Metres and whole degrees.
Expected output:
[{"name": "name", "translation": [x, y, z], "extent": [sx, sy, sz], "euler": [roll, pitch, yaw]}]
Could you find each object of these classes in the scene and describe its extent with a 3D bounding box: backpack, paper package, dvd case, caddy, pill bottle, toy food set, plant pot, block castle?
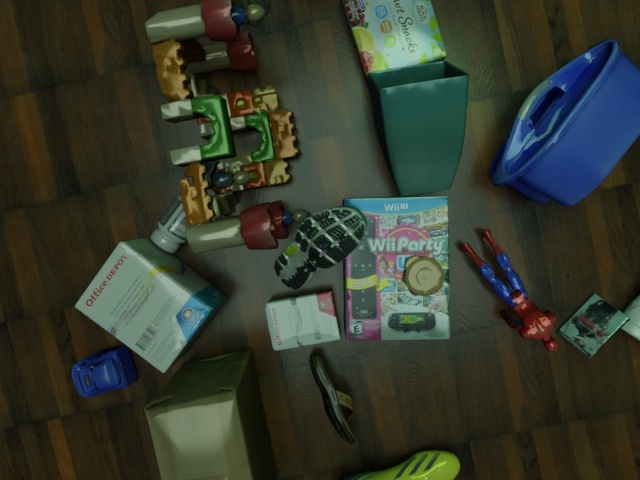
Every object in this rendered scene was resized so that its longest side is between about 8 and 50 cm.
[{"name": "backpack", "translation": [-0.496, 0.297, 1.166], "extent": [0.120, 0.101, 0.098], "euler": [-16, 86, 7]}, {"name": "paper package", "translation": [-0.204, 0.425, 1.054], "extent": [0.168, 0.309, 0.325], "euler": [-12, 94, -1]}, {"name": "dvd case", "translation": [0.592, 0.185, 1.125], "extent": [0.119, 0.013, 0.087], "euler": [-48, 47, 6]}, {"name": "caddy", "translation": [0.477, -0.229, 1.022], "extent": [0.179, 0.241, 0.341], "euler": [36, 94, -6]}, {"name": "pill bottle", "translation": [-0.310, -0.044, 1.146], "extent": [0.078, 0.078, 0.137], "euler": [39, 94, 0]}, {"name": "toy food set", "translation": [0.213, 0.075, 1.065], "extent": [0.083, 0.020, 0.083], "euler": [6, 94, 1]}, {"name": "plant pot", "translation": [0.198, -0.222, 1.056], "extent": [0.165, 0.166, 0.234], "euler": [-8, 119, 1]}, {"name": "block castle", "translation": [-0.159, -0.209, 1.018], "extent": [0.212, 0.303, 0.454], "euler": [-10, 94, 2]}]

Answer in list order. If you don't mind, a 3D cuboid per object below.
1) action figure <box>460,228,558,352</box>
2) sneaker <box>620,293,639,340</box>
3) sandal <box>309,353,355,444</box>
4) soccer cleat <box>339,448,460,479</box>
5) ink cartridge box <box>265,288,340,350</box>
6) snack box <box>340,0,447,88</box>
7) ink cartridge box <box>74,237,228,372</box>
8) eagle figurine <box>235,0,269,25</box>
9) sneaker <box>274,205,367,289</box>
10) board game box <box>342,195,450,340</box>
[{"name": "action figure", "translation": [0.420, 0.119, 1.127], "extent": [0.091, 0.139, 0.280], "euler": [-33, 69, 7]}, {"name": "sneaker", "translation": [0.805, 0.192, 1.097], "extent": [0.292, 0.108, 0.169], "euler": [32, 97, 2]}, {"name": "sandal", "translation": [0.038, 0.353, 1.164], "extent": [0.060, 0.090, 0.219], "euler": [-21, 85, -18]}, {"name": "soccer cleat", "translation": [0.173, 0.544, 1.139], "extent": [0.289, 0.121, 0.094], "euler": [-16, 92, 3]}, {"name": "ink cartridge box", "translation": [-0.038, 0.175, 1.154], "extent": [0.150, 0.063, 0.109], "euler": [-10, 93, 4]}, {"name": "snack box", "translation": [0.153, -0.456, 1.104], "extent": [0.174, 0.070, 0.207], "euler": [-17, 94, 4]}, {"name": "ink cartridge box", "translation": [-0.353, 0.129, 1.113], "extent": [0.232, 0.168, 0.171], "euler": [38, 94, 0]}, {"name": "eagle figurine", "translation": [-0.109, -0.632, 1.050], "extent": [0.225, 0.226, 0.298], "euler": [-4, 88, -17]}, {"name": "sneaker", "translation": [0.000, 0.000, 1.058], "extent": [0.107, 0.110, 0.275], "euler": [50, 137, -3]}, {"name": "board game box", "translation": [0.160, 0.057, 1.123], "extent": [0.223, 0.097, 0.304], "euler": [-1, 93, 2]}]
